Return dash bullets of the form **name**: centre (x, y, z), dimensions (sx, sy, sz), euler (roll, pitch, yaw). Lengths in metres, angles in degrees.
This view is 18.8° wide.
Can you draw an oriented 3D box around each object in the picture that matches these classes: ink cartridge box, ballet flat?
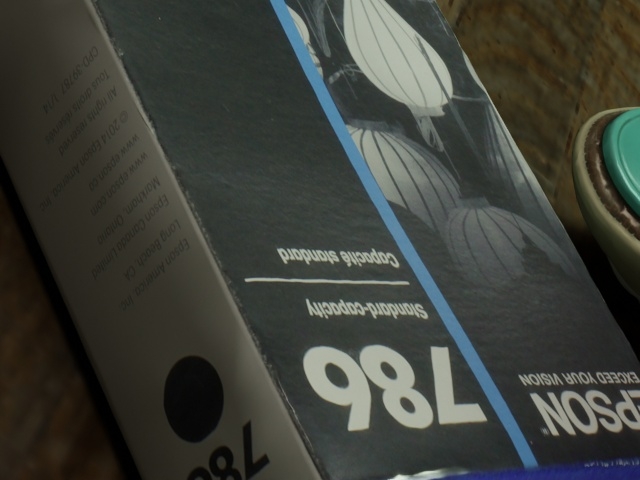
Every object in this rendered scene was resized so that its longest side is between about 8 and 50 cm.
- **ink cartridge box**: centre (0.000, 0.000, 0.558), dimensions (0.165, 0.065, 0.333), euler (2, 55, -48)
- **ballet flat**: centre (0.167, 0.007, 0.722), dimensions (0.248, 0.086, 0.086), euler (8, 49, -37)
